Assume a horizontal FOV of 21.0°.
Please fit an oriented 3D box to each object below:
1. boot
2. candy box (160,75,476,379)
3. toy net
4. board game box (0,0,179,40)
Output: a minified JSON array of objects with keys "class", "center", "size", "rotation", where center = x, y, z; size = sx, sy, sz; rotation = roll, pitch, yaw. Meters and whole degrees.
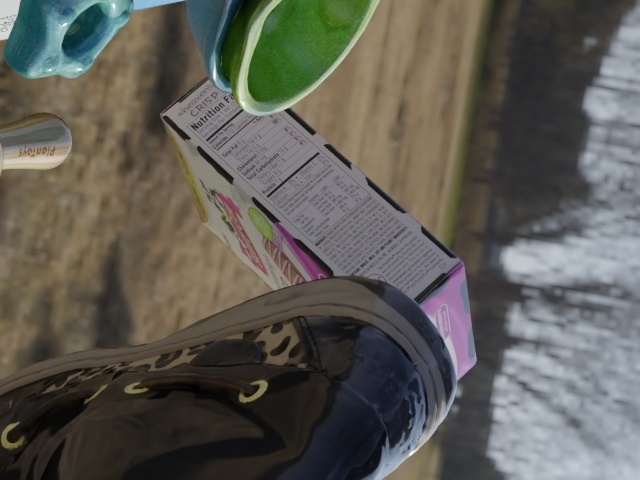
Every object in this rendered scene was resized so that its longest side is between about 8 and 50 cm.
[{"class":"boot","center":[-0.129,0.168,0.838],"size":[0.138,0.377,0.284],"rotation":[61,27,-15]},{"class":"candy box","center":[0.000,0.000,1.194],"size":[0.071,0.233,0.159],"rotation":[-40,153,-13]},{"class":"toy net","center":[-0.069,-0.046,0.464],"size":[0.232,0.045,0.122],"rotation":[-40,160,-28]},{"class":"board game box","center":[-0.081,-0.288,0.985],"size":[0.086,0.302,0.308],"rotation":[97,-23,-63]}]
